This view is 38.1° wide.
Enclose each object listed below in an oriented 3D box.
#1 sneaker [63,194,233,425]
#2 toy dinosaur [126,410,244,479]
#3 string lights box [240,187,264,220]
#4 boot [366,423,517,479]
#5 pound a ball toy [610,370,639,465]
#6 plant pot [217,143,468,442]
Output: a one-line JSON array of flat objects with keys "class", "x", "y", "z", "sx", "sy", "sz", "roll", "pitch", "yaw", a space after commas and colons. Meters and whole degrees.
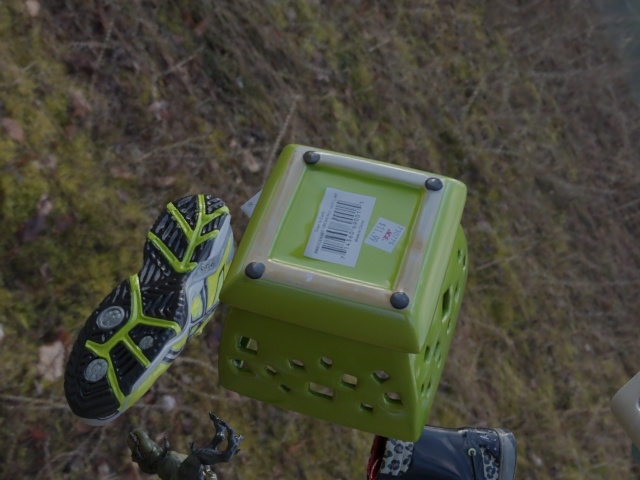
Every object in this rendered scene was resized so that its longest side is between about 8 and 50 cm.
[{"class": "sneaker", "x": -0.217, "y": 0.111, "z": 1.323, "sx": 0.384, "sy": 0.145, "sz": 0.147, "roll": -59, "pitch": 149, "yaw": -34}, {"class": "toy dinosaur", "x": -0.151, "y": 0.284, "z": 1.184, "sx": 0.064, "sy": 0.268, "sz": 0.118, "roll": 45, "pitch": 75, "yaw": -35}, {"class": "string lights box", "x": 0.000, "y": 0.000, "z": 1.503, "sx": 0.259, "sy": 0.133, "sz": 0.077, "roll": 47, "pitch": -6, "yaw": 31}, {"class": "boot", "x": 0.138, "y": 0.336, "z": 1.149, "sx": 0.178, "sy": 0.085, "sz": 0.236, "roll": 14, "pitch": 81, "yaw": -12}, {"class": "pound a ball toy", "x": 0.518, "y": 0.320, "z": 1.162, "sx": 0.208, "sy": 0.136, "sz": 0.319, "roll": 32, "pitch": 19, "yaw": -27}, {"class": "plant pot", "x": 0.026, "y": 0.040, "z": 0.936, "sx": 0.207, "sy": 0.227, "sz": 0.228, "roll": 87, "pitch": 20, "yaw": -56}]
